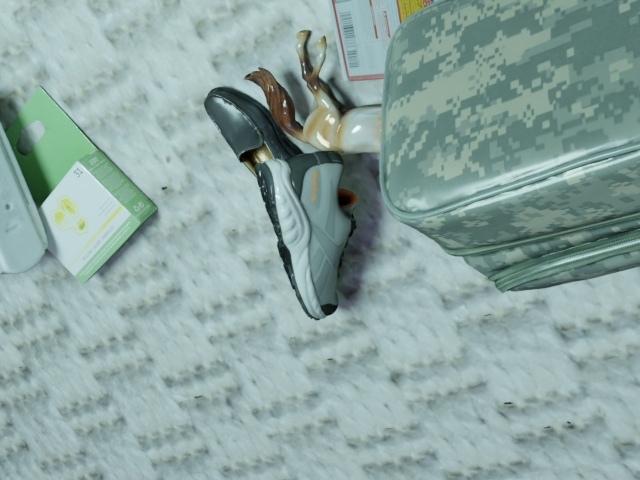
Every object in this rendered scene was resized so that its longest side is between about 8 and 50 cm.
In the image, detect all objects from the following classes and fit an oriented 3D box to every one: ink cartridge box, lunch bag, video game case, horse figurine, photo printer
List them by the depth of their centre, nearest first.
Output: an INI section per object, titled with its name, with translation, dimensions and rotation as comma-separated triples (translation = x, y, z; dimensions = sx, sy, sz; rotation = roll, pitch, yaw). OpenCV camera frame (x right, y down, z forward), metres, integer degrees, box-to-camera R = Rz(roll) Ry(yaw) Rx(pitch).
[lunch bag]
translation = 0.235, -0.081, 0.788
dimensions = 0.305, 0.212, 0.256
rotation = -18, 148, 35
[video game case]
translation = 0.095, -0.261, 0.967
dimensions = 0.285, 0.025, 0.204
rotation = 9, 115, 55
[horse figurine]
translation = 0.046, -0.152, 1.153
dimensions = 0.263, 0.066, 0.174
rotation = 5, 112, 22
[ink cartridge box]
translation = -0.363, -0.074, 1.407
dimensions = 0.235, 0.056, 0.171
rotation = 46, 127, -5
[photo printer]
translation = -0.548, -0.069, 1.438
dimensions = 0.308, 0.107, 0.256
rotation = -2, 113, 42

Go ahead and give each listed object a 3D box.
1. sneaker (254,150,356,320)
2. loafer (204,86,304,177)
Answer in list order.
[sneaker]
translation = 0.000, 0.000, 1.216
dimensions = 0.108, 0.100, 0.271
rotation = -19, 140, -7
[loafer]
translation = -0.083, -0.121, 1.235
dimensions = 0.170, 0.061, 0.062
rotation = 42, 128, 1
